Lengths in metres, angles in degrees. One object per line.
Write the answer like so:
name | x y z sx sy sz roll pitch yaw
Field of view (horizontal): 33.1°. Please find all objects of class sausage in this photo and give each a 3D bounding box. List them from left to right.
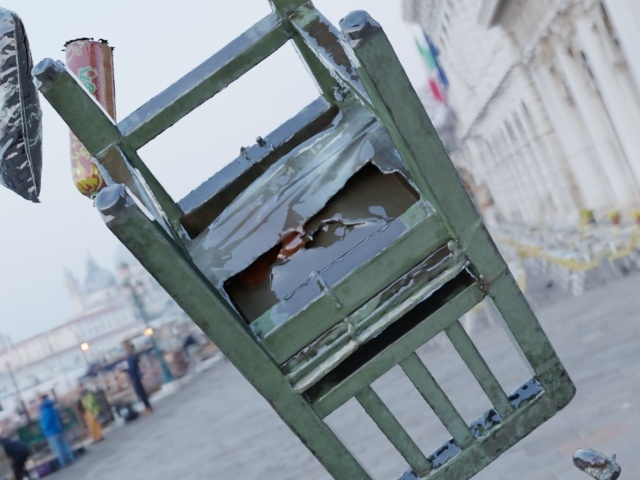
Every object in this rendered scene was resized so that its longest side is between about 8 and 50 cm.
sausage | -0.339 -0.173 1.608 0.083 0.264 0.083 -6 -17 -2

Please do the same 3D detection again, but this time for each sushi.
sushi | 0.355 0.283 1.392 0.044 0.046 0.083 -55 2 -8

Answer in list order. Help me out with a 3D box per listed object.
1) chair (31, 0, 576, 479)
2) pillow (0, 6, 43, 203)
chair | 0.000 0.000 0.535 0.136 0.270 0.147 -37 41 -1
pillow | -0.340 -0.151 1.161 0.055 0.208 0.141 -13 25 -31
